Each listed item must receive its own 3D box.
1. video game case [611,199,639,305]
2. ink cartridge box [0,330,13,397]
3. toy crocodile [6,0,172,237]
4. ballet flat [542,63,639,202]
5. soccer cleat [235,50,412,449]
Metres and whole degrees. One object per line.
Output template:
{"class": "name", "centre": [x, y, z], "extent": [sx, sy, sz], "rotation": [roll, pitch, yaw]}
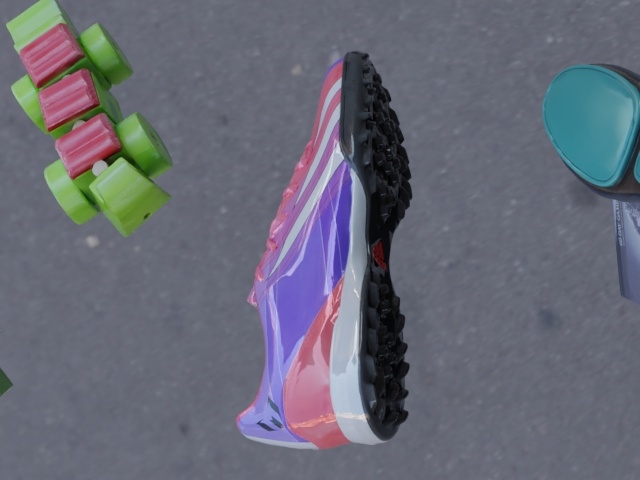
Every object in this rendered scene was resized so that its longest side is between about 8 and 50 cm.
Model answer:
{"class": "video game case", "centre": [0.318, -0.014, 1.204], "extent": [0.274, 0.026, 0.196], "rotation": [-149, 48, -67]}
{"class": "ink cartridge box", "centre": [-0.324, 0.130, 1.182], "extent": [0.209, 0.109, 0.062], "rotation": [-6, 123, 53]}
{"class": "toy crocodile", "centre": [-0.238, -0.130, 1.440], "extent": [0.115, 0.105, 0.341], "rotation": [-31, 54, 4]}
{"class": "ballet flat", "centre": [0.190, -0.045, 0.788], "extent": [0.203, 0.074, 0.074], "rotation": [-134, 42, -64]}
{"class": "soccer cleat", "centre": [0.000, 0.000, 1.068], "extent": [0.116, 0.108, 0.318], "rotation": [-10, 61, 21]}
